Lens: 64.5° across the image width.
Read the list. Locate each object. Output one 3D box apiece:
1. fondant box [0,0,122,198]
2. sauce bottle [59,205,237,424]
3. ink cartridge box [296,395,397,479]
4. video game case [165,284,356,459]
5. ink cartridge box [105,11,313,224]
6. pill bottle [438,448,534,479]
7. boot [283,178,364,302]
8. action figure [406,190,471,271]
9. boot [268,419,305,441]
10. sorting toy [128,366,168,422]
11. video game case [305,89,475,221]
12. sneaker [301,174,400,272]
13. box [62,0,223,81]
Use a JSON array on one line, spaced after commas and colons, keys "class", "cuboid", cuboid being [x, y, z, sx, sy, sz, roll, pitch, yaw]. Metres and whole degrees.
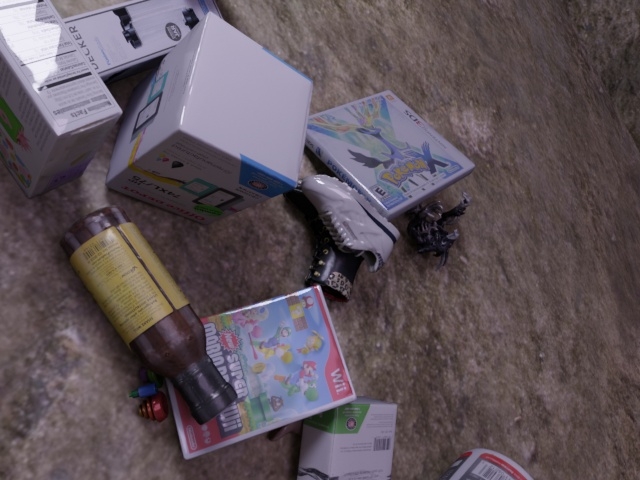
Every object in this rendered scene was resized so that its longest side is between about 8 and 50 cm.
[{"class": "fondant box", "cuboid": [-0.430, -0.249, 0.683, 0.096, 0.238, 0.331, -36, 99, -39]}, {"class": "sauce bottle", "cuboid": [-0.250, 0.115, 0.759, 0.111, 0.111, 0.345, -32, 86, -38]}, {"class": "ink cartridge box", "cuboid": [0.046, 0.397, 0.905, 0.160, 0.092, 0.220, 16, 77, -38]}, {"class": "video game case", "cuboid": [-0.104, 0.207, 0.831, 0.284, 0.025, 0.204, -15, 75, -15]}, {"class": "ink cartridge box", "cuboid": [-0.181, -0.171, 0.813, 0.198, 0.270, 0.197, 23, 65, -36]}, {"class": "pill bottle", "cuboid": [0.258, 0.585, 0.958, 0.362, 0.210, 0.210, -25, 92, -38]}, {"class": "boot", "cuboid": [0.002, 0.000, 1.026, 0.236, 0.085, 0.179, 34, 62, -22]}, {"class": "action figure", "cuboid": [0.267, -0.072, 1.207, 0.164, 0.140, 0.276, -23, 88, -45]}, {"class": "boot", "cuboid": [-0.032, 0.340, 0.926, 0.118, 0.042, 0.087, -47, 111, -31]}, {"class": "sorting toy", "cuboid": [-0.267, 0.232, 0.784, 0.042, 0.061, 0.102, -14, 76, -4]}, {"class": "video game case", "cuboid": [0.150, -0.206, 1.139, 0.329, 0.036, 0.300, -29, 67, -37]}, {"class": "sneaker", "cuboid": [0.050, -0.034, 0.971, 0.235, 0.090, 0.095, 37, 75, -19]}, {"class": "box", "cuboid": [-0.316, -0.320, 0.825, 0.290, 0.169, 0.087, -40, 115, -36]}]
